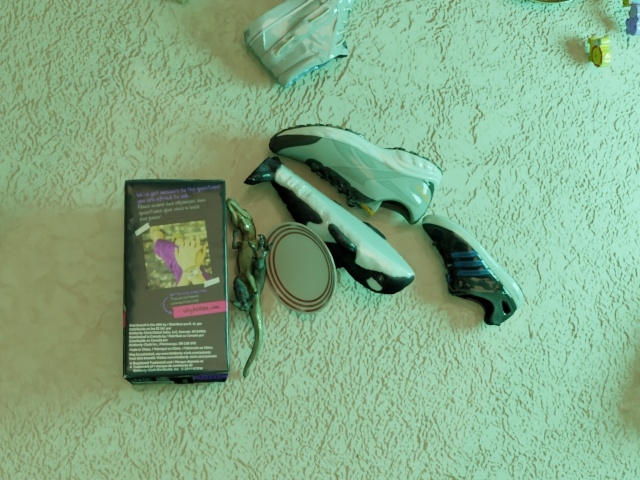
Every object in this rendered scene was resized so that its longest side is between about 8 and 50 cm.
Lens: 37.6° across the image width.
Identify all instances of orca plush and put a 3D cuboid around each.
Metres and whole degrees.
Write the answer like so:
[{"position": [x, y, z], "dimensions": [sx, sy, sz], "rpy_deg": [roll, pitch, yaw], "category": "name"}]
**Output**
[{"position": [0.000, 0.000, 1.407], "dimensions": [0.287, 0.151, 0.102], "rpy_deg": [35, 106, -3], "category": "orca plush"}]

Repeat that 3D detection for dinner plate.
[{"position": [-0.030, 0.040, 1.386], "dimensions": [0.017, 0.141, 0.141], "rpy_deg": [-21, 80, -49], "category": "dinner plate"}]

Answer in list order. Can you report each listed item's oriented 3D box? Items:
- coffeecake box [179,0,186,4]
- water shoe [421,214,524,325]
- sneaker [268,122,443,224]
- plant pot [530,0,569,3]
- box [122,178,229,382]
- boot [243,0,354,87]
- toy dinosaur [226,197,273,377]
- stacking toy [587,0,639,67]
[{"position": [-0.260, -0.474, 1.446], "dimensions": [0.185, 0.142, 0.068], "rpy_deg": [39, 74, 1], "category": "coffeecake box"}, {"position": [0.221, 0.046, 1.443], "dimensions": [0.203, 0.073, 0.080], "rpy_deg": [43, 77, 3], "category": "water shoe"}, {"position": [0.049, -0.104, 1.438], "dimensions": [0.271, 0.100, 0.108], "rpy_deg": [18, 81, -5], "category": "sneaker"}, {"position": [0.375, -0.508, 1.609], "dimensions": [0.236, 0.032, 0.236], "rpy_deg": [2, 78, -8], "category": "plant pot"}, {"position": [-0.203, 0.063, 1.325], "dimensions": [0.143, 0.165, 0.270], "rpy_deg": [0, 77, -8], "category": "box"}, {"position": [0.013, -0.346, 1.497], "dimensions": [0.258, 0.095, 0.123], "rpy_deg": [-35, 91, -6], "category": "boot"}, {"position": [-0.102, 0.059, 1.366], "dimensions": [0.064, 0.118, 0.268], "rpy_deg": [-2, 78, -7], "category": "toy dinosaur"}, {"position": [0.525, -0.409, 1.568], "dimensions": [0.167, 0.052, 0.221], "rpy_deg": [-10, 101, -11], "category": "stacking toy"}]
